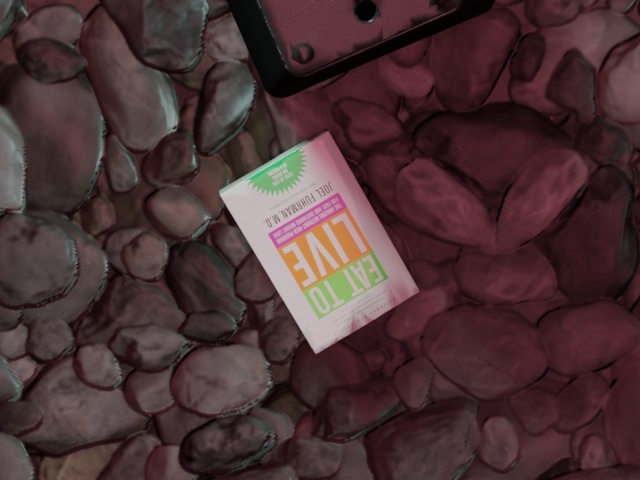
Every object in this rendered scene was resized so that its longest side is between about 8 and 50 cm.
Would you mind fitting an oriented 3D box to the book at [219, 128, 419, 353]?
[{"bbox_3d":[0.000,0.000,1.285,0.096,0.035,0.144,-31,102,2],"label":"book"}]

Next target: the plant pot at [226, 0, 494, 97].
[{"bbox_3d":[0.011,-0.204,1.161,0.188,0.167,0.187,-22,103,6],"label":"plant pot"}]
